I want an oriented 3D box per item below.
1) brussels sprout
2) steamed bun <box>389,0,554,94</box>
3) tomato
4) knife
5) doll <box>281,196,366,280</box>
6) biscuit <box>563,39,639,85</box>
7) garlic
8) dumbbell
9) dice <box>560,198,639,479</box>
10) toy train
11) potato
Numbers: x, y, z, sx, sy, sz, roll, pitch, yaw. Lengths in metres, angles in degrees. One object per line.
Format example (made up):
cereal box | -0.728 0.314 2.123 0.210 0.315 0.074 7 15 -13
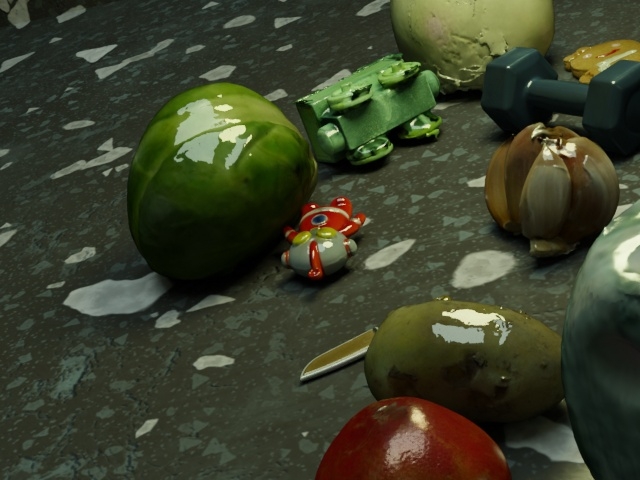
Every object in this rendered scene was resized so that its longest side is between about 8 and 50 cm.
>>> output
brussels sprout | -0.160 -0.105 2.144 0.276 0.314 0.371 29 42 25
steamed bun | 0.279 -0.444 2.489 0.334 0.311 0.233 -6 31 29
tomato | 0.090 0.256 1.443 0.233 0.139 0.200 -19 20 -2
knife | 0.079 0.137 1.809 0.256 0.022 0.046 -25 31 -15
doll | 0.000 0.000 2.064 0.142 0.076 0.245 -12 23 12
biscuit | 0.564 -0.334 2.404 0.184 0.035 0.249 -21 26 -7
garlic | 0.352 -0.083 1.926 0.160 0.191 0.214 5 12 -10
dumbbell | 0.429 -0.245 2.195 0.144 0.156 0.316 0 12 -39
dice | 0.459 0.118 1.255 0.328 0.348 0.330 -34 32 -33
toy train | 0.096 -0.244 2.391 0.272 0.159 0.188 -29 19 -23
potato | 0.179 0.149 1.565 0.262 0.165 0.165 -7 28 21
